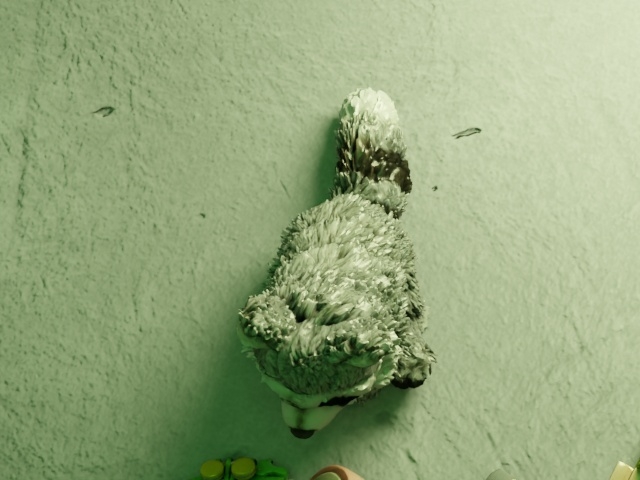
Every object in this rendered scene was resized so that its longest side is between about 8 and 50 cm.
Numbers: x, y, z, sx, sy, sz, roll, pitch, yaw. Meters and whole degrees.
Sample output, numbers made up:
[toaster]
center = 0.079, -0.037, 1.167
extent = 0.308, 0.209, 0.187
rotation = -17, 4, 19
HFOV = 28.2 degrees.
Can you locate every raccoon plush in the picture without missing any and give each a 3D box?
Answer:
[raccoon plush]
center = 0.000, 0.000, 1.434
extent = 0.216, 0.299, 0.446
rotation = -9, 73, 6

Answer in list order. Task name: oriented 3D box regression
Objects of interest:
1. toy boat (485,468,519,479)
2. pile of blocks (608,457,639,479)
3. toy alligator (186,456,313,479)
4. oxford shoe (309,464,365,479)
[toy boat]
center = 0.252, 0.401, 1.356
extent = 0.267, 0.148, 0.318
rotation = -17, 96, -12
[pile of blocks]
center = 0.454, 0.219, 1.404
extent = 0.362, 0.112, 0.149
rotation = -37, 73, -3
[toy alligator]
center = -0.078, 0.277, 1.502
extent = 0.189, 0.056, 0.051
rotation = -6, 34, 7
[oxford shoe]
center = 0.052, 0.442, 1.350
extent = 0.140, 0.146, 0.397
rotation = -27, 49, 45
